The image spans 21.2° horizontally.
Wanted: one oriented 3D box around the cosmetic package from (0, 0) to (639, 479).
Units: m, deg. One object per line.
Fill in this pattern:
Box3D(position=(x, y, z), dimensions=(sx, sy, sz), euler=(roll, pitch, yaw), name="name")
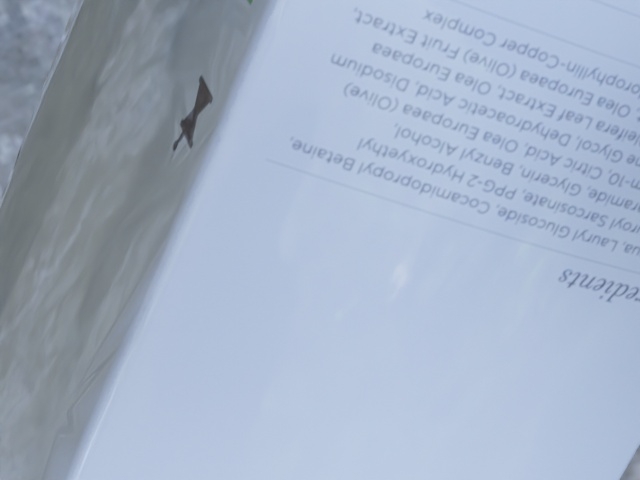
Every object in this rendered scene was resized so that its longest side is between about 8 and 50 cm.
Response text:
Box3D(position=(0.000, 0.000, 0.501), dimensions=(0.155, 0.365, 0.197), euler=(17, 21, -23), name="cosmetic package")
